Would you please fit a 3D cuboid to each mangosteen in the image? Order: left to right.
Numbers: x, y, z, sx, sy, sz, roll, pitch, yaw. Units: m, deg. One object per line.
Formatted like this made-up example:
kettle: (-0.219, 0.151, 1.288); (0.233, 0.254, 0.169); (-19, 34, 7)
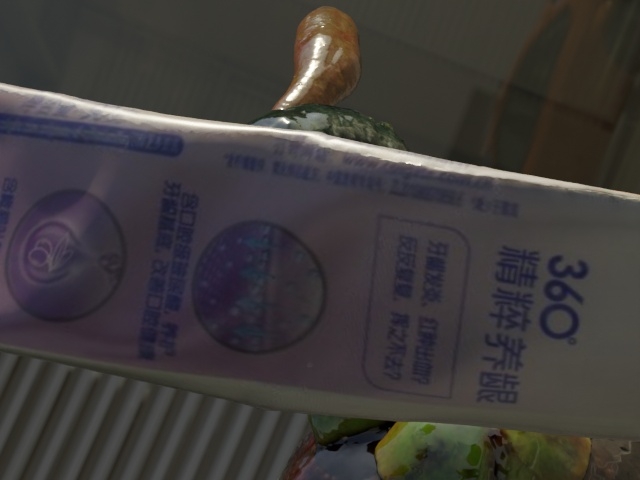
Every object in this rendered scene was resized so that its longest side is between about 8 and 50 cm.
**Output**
mangosteen: (0.095, 0.182, 0.938); (0.300, 0.300, 0.300); (22, -90, -85)

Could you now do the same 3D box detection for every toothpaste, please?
toothpaste: (-0.037, 0.000, 0.376); (0.048, 0.301, 0.075); (-44, -37, -70)

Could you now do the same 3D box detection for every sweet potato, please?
sweet potato: (-0.002, -0.148, 1.267); (0.255, 0.078, 0.058); (-70, -37, -55)

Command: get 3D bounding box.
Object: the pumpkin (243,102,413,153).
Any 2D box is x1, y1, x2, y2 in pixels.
pumpkin: (-0.001, 0.002, 1.104); (0.152, 0.211, 0.212); (14, 81, 65)
